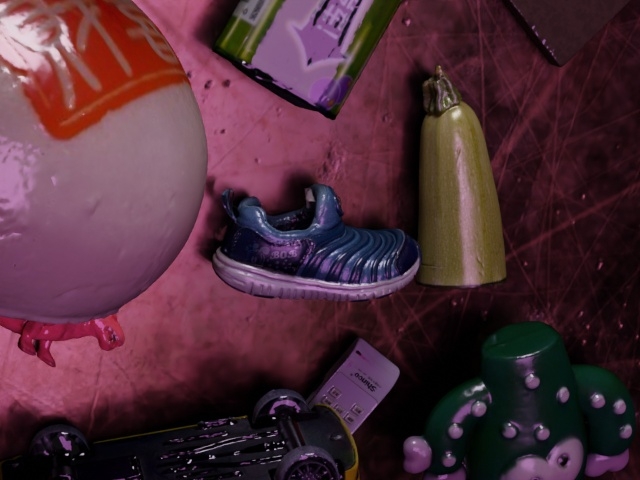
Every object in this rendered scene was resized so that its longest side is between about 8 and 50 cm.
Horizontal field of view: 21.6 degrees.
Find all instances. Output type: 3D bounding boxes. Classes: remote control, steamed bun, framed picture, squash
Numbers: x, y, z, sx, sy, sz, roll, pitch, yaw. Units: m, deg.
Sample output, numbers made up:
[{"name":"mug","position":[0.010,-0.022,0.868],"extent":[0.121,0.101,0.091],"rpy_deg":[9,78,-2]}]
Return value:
[{"name":"remote control","position":[0.007,0.177,1.689],"extent":[0.065,0.029,0.166],"rpy_deg":[39,93,-24]},{"name":"steamed bun","position":[-0.254,-0.113,1.324],"extent":[0.374,0.374,0.241],"rpy_deg":[25,109,-24]},{"name":"framed picture","position":[0.232,-0.276,1.660],"extent":[0.128,0.023,0.168],"rpy_deg":[-44,114,-6]},{"name":"squash","position":[0.128,-0.062,1.644],"extent":[0.094,0.094,0.224],"rpy_deg":[-10,102,-18]}]

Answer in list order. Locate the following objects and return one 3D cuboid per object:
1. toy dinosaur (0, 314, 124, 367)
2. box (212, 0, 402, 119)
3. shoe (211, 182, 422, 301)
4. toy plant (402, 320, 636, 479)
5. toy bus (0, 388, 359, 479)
[{"name":"toy dinosaur","position":[-0.291,0.012,1.523],"extent":[0.286,0.070,0.139],"rpy_deg":[31,81,-21]},{"name":"box","position":[0.038,-0.288,1.546],"extent":[0.134,0.097,0.345],"rpy_deg":[28,93,-16]},{"name":"shoe","position":[0.000,0.000,1.605],"extent":[0.207,0.091,0.106],"rpy_deg":[5,107,-18]},{"name":"toy plant","position":[0.211,0.204,1.723],"extent":[0.232,0.112,0.243],"rpy_deg":[-39,124,-1]},{"name":"toy bus","position":[-0.129,0.251,1.584],"extent":[0.331,0.145,0.151],"rpy_deg":[-8,113,-10]}]
